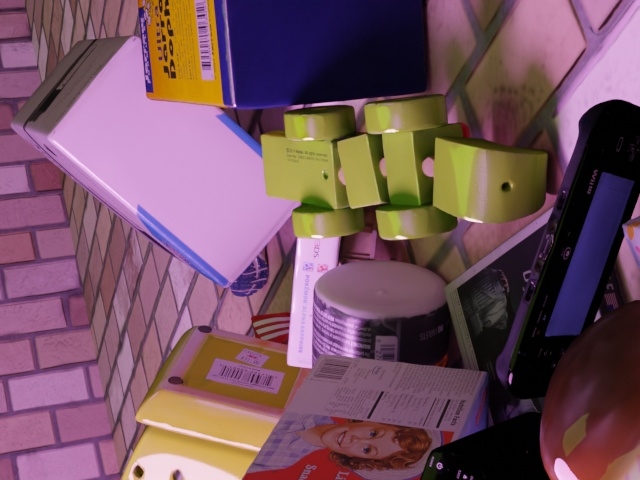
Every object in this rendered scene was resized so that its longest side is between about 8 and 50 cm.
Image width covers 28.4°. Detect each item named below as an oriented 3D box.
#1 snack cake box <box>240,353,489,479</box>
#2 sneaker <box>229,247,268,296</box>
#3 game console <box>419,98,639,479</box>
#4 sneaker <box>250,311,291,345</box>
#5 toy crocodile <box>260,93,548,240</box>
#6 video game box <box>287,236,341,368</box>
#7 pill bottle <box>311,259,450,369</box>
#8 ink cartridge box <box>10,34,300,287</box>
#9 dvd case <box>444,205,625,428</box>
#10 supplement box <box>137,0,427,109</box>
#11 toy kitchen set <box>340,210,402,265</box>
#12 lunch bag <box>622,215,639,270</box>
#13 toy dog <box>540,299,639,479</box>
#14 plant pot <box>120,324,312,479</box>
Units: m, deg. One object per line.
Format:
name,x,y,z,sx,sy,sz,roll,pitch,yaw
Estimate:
snack cake box,0.035,0.191,0.980,0.264,0.152,0.089,-51,-37,-61
sneaker,-0.097,0.014,1.721,0.058,0.052,0.135,-109,28,-56
game console,0.138,0.083,0.816,0.044,0.213,0.361,21,98,23
sneaker,-0.059,0.177,1.643,0.221,0.087,0.128,120,148,-42
toy crocodile,0.053,-0.063,1.082,0.340,0.105,0.115,3,103,57
video game box,0.000,0.000,1.323,0.205,0.048,0.187,-83,1,-58
pill bottle,0.055,0.153,1.211,0.130,0.130,0.246,-134,41,-59
ink cartridge box,-0.224,-0.112,1.639,0.285,0.166,0.395,42,173,-20
dvd case,0.174,0.086,1.004,0.239,0.029,0.179,131,128,-66
supplement box,-0.056,-0.241,1.280,0.356,0.194,0.195,-160,64,-68
toy kitchen set,0.056,0.020,1.295,0.075,0.068,0.083,-76,-7,-73
lunch bag,0.234,0.019,0.774,0.083,0.053,0.071,62,168,-22
toy dog,0.213,0.215,0.668,0.395,0.284,0.408,-65,-12,-46
plant pot,-0.101,0.236,1.457,0.227,0.228,0.207,-64,-14,-64
